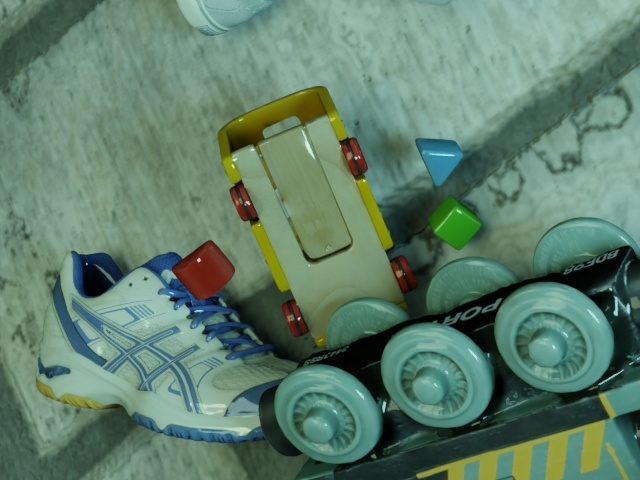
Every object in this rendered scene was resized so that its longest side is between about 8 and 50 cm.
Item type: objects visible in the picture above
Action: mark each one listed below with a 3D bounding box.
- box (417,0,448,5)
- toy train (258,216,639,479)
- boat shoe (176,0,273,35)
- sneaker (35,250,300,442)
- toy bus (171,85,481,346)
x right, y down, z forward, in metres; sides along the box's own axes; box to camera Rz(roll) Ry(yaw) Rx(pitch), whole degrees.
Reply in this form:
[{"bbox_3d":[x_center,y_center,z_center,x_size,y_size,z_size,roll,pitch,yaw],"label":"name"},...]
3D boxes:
[{"bbox_3d":[0.026,-0.359,1.234,0.168,0.215,0.345,-31,73,32],"label":"box"},{"bbox_3d":[0.119,0.115,1.214,0.334,0.142,0.190,-22,107,30],"label":"toy train"},{"bbox_3d":[-0.086,-0.278,1.410,0.081,0.079,0.227,-17,86,26],"label":"boat shoe"},{"bbox_3d":[-0.112,0.078,1.405,0.296,0.112,0.131,9,96,35],"label":"sneaker"},{"bbox_3d":[0.001,-0.012,1.323,0.104,0.191,0.202,-106,39,-68],"label":"toy bus"}]
